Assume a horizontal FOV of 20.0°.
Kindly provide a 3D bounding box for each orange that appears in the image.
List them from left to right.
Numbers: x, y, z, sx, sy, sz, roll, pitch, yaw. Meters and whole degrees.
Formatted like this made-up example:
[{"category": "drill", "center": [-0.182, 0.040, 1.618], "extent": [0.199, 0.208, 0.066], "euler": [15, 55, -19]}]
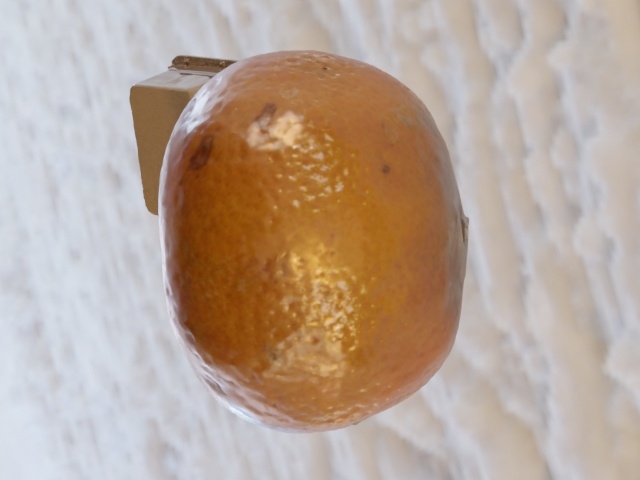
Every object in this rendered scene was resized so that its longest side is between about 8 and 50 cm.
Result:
[{"category": "orange", "center": [0.000, 0.000, 1.030], "extent": [0.224, 0.170, 0.224], "euler": [-3, -90, -81]}]

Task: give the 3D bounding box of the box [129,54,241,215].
[{"category": "box", "center": [-0.091, -0.071, 1.339], "extent": [0.089, 0.062, 0.122], "euler": [10, 114, 42]}]
